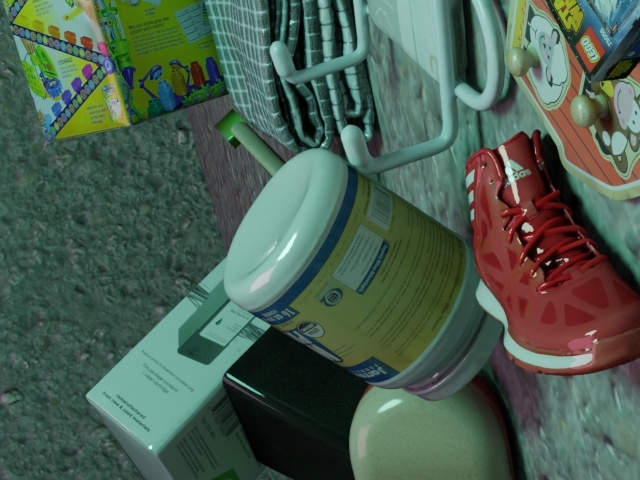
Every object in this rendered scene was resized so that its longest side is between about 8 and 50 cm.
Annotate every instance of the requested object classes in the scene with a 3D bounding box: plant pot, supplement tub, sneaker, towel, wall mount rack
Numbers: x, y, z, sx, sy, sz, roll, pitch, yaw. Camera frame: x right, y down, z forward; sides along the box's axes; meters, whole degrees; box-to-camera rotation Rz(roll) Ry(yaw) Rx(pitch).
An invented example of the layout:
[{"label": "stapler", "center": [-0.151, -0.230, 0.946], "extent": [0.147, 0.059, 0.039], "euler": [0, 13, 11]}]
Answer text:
[{"label": "plant pot", "center": [0.034, 0.171, 1.284], "extent": [0.167, 0.187, 0.188], "euler": [30, 153, 32]}, {"label": "supplement tub", "center": [0.038, 0.032, 0.973], "extent": [0.200, 0.144, 0.144], "euler": [32, -176, -20]}, {"label": "sneaker", "center": [0.138, 0.001, 0.775], "extent": [0.221, 0.087, 0.128], "euler": [-145, 36, -72]}, {"label": "towel", "center": [-0.049, -0.243, 1.275], "extent": [0.235, 0.121, 0.283], "euler": [-137, 31, -68]}, {"label": "wall mount rack", "center": [0.014, -0.231, 0.932], "extent": [0.350, 0.130, 0.304], "euler": [-124, 20, -56]}]

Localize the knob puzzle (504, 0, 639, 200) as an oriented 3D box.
[{"label": "knob puzzle", "center": [0.151, -0.104, 0.699], "extent": [0.213, 0.030, 0.213], "euler": [163, 90, -79]}]

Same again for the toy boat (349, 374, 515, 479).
[{"label": "toy boat", "center": [0.118, 0.211, 1.165], "extent": [0.151, 0.151, 0.231], "euler": [-66, -32, -59]}]

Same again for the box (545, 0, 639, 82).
[{"label": "box", "center": [0.140, -0.163, 0.610], "extent": [0.137, 0.027, 0.094], "euler": [69, 153, 24]}]

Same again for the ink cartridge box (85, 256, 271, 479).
[{"label": "ink cartridge box", "center": [-0.095, 0.154, 1.365], "extent": [0.121, 0.289, 0.211], "euler": [32, 156, 31]}]

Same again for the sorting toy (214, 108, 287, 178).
[{"label": "sorting toy", "center": [-0.018, -0.033, 1.365], "extent": [0.347, 0.047, 0.196], "euler": [46, 180, 44]}]

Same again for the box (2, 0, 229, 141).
[{"label": "box", "center": [-0.205, -0.295, 1.427], "extent": [0.177, 0.290, 0.279], "euler": [-3, 105, 45]}]
